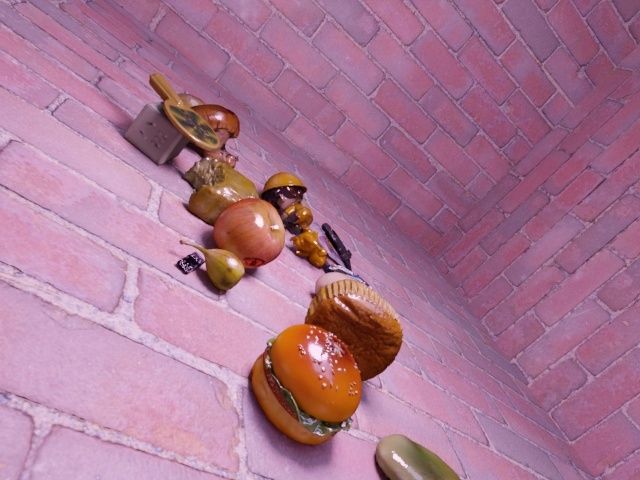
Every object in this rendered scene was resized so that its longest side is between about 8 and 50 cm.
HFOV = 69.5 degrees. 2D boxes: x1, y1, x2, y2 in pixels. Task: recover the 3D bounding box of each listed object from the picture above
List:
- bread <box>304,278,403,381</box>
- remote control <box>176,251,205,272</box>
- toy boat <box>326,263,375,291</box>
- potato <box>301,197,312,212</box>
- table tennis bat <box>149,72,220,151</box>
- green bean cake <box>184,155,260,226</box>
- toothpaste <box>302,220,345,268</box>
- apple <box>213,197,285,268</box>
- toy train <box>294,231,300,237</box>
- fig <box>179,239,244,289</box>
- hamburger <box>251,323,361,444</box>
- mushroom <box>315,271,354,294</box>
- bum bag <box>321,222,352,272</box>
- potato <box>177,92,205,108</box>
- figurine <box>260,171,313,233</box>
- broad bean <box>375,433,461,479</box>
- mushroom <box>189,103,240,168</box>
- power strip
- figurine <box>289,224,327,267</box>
[{"bbox_3d":[0.083,0.232,1.203,0.253,0.227,0.142,39,9,-14],"label":"bread"},{"bbox_3d":[-0.310,0.053,1.104,0.039,0.014,0.096,46,17,-2],"label":"remote control"},{"bbox_3d":[0.135,0.161,1.669,0.210,0.070,0.291,33,-6,-17],"label":"toy boat"},{"bbox_3d":[-0.093,-0.155,2.092,0.086,0.061,0.122,29,21,-47],"label":"potato"},{"bbox_3d":[-0.427,-0.392,1.422,0.321,0.050,0.198,52,18,11],"label":"table tennis bat"},{"bbox_3d":[-0.300,-0.141,1.434,0.233,0.124,0.236,31,20,-35],"label":"green bean cake"},{"bbox_3d":[0.000,0.000,1.832,0.114,0.073,0.299,43,5,-45],"label":"toothpaste"},{"bbox_3d":[-0.196,-0.016,1.283,0.209,0.164,0.210,52,24,-36],"label":"apple"},{"bbox_3d":[-0.079,-0.004,1.809,0.017,0.017,0.083,26,23,-40],"label":"toy train"},{"bbox_3d":[-0.248,0.045,1.098,0.166,0.093,0.093,55,10,-24],"label":"fig"},{"bbox_3d":[-0.012,0.282,0.951,0.246,0.170,0.246,37,15,-12],"label":"hamburger"},{"bbox_3d":[0.051,0.171,1.485,0.154,0.123,0.154,18,-19,7],"label":"mushroom"},{"bbox_3d":[0.080,0.033,1.919,0.248,0.060,0.123,52,4,-43],"label":"bum bag"},{"bbox_3d":[-0.537,-0.544,1.932,0.202,0.117,0.182,28,19,-41],"label":"potato"},{"bbox_3d":[-0.121,-0.160,1.847,0.257,0.167,0.192,52,4,22],"label":"figurine"},{"bbox_3d":[0.227,0.525,1.039,0.228,0.100,0.169,37,10,-13],"label":"broad bean"},{"bbox_3d":[-0.425,-0.401,1.714,0.267,0.267,0.255,26,56,-45],"label":"mushroom"},{"bbox_3d":[-0.494,-0.349,1.476,0.140,0.139,0.224,39,16,-10],"label":"power strip"},{"bbox_3d":[-0.020,0.035,1.676,0.122,0.121,0.176,26,-24,43],"label":"figurine"}]
